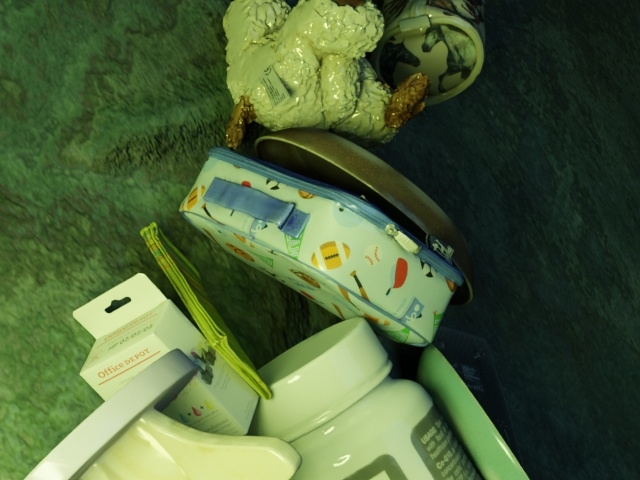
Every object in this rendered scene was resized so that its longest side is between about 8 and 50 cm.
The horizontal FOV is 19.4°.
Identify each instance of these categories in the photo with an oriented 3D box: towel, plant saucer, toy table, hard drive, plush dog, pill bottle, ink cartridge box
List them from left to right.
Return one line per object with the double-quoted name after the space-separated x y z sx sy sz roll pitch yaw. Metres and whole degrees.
-0.150 0.223 1.669 0.161 0.252 0.274 44 39 3 "toy table"
-0.160 0.130 1.837 0.181 0.104 0.061 49 31 -20 "ink cartridge box"
-0.116 0.069 1.924 0.102 0.021 0.237 47 3 -37 "towel"
0.003 -0.178 2.282 0.225 0.262 0.211 24 79 -34 "plush dog"
0.060 -0.037 2.166 0.310 0.310 0.050 43 77 -29 "plant saucer"
0.067 0.275 1.968 0.361 0.204 0.204 59 29 -5 "pill bottle"
0.180 0.232 2.335 0.172 0.054 0.255 18 52 -51 "hard drive"
0.193 0.259 2.113 0.318 0.043 0.317 57 -2 3 "plant saucer"

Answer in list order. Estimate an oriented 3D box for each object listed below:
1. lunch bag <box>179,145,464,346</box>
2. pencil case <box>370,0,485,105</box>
0.000 0.000 2.026 0.243 0.303 0.115 36 80 -41 "lunch bag"
0.162 -0.375 2.714 0.410 0.160 0.183 -83 152 -46 "pencil case"
